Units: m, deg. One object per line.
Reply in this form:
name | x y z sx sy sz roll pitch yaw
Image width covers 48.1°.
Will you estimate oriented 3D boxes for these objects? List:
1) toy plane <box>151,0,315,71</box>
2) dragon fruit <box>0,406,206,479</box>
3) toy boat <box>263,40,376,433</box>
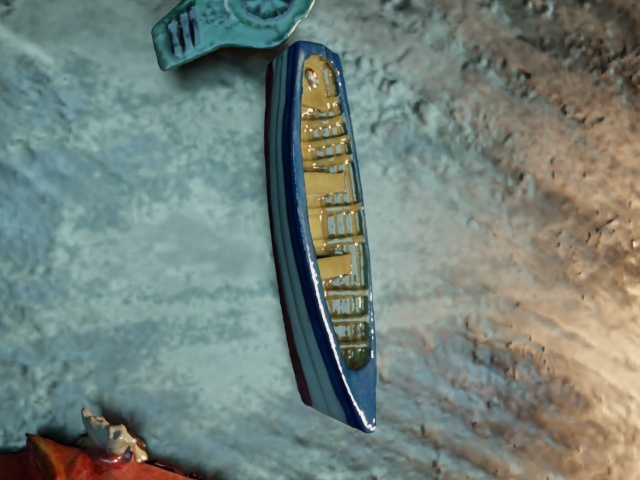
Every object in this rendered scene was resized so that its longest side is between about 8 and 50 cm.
toy plane | -0.089 -0.290 0.410 0.155 0.106 0.381 -23 91 -1
dragon fruit | -0.165 0.267 0.381 0.282 0.100 0.343 23 85 -1
toy boat | 0.000 0.000 0.425 0.046 0.080 0.229 -6 92 28
